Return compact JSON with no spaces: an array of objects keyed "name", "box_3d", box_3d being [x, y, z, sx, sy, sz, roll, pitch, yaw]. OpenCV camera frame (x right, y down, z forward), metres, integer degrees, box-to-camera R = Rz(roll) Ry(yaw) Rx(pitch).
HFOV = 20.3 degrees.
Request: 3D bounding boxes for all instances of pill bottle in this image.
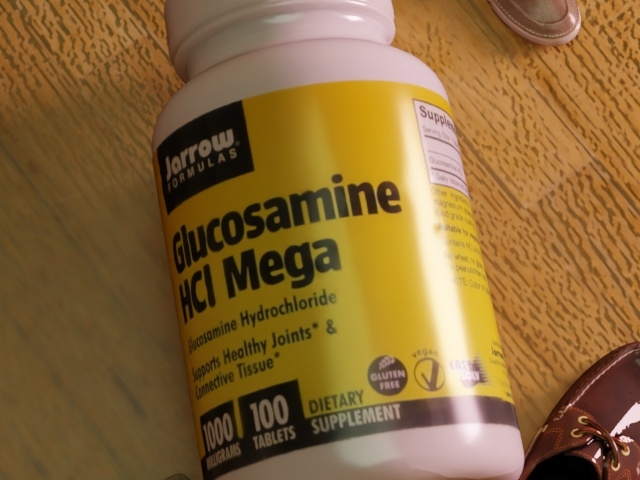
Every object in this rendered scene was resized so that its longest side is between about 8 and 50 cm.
[{"name":"pill bottle","box_3d":[0.000,0.000,1.079,0.187,0.188,0.334,-9,74,-6]}]

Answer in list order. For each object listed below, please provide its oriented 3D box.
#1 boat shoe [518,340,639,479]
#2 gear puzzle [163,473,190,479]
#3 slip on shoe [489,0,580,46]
[{"name":"boat shoe","box_3d":[0.160,0.145,1.107,0.073,0.073,0.207,34,73,8]},{"name":"gear puzzle","box_3d":[-0.069,0.316,1.053,0.175,0.044,0.339,-29,77,-12]},{"name":"slip on shoe","box_3d":[0.132,-0.193,1.223,0.051,0.041,0.135,-27,77,-11]}]
